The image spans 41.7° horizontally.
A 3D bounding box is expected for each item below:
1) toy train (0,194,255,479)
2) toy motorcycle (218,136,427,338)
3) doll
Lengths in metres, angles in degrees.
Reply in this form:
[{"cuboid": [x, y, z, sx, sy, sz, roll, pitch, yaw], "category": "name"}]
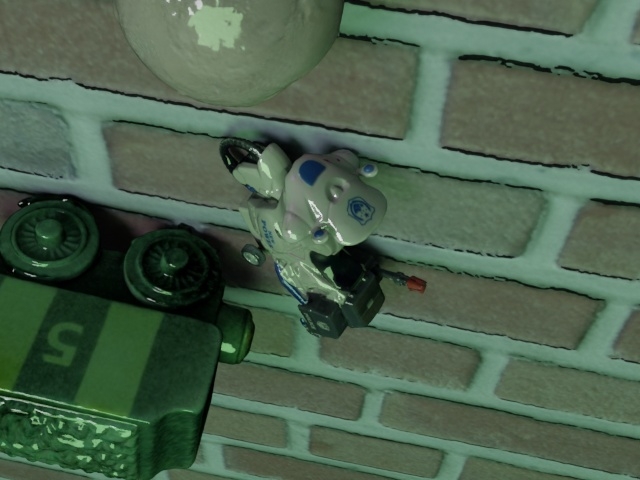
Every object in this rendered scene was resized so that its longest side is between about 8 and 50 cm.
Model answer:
[{"cuboid": [-0.219, 0.095, 0.799, 0.299, 0.238, 0.167, 13, 139, -1], "category": "toy train"}, {"cuboid": [0.000, 0.000, 0.732, 0.150, 0.102, 0.221, 14, 145, 36], "category": "toy motorcycle"}, {"cuboid": [-0.103, -0.209, 0.472, 0.151, 0.151, 0.287, -20, 125, 36], "category": "doll"}]
